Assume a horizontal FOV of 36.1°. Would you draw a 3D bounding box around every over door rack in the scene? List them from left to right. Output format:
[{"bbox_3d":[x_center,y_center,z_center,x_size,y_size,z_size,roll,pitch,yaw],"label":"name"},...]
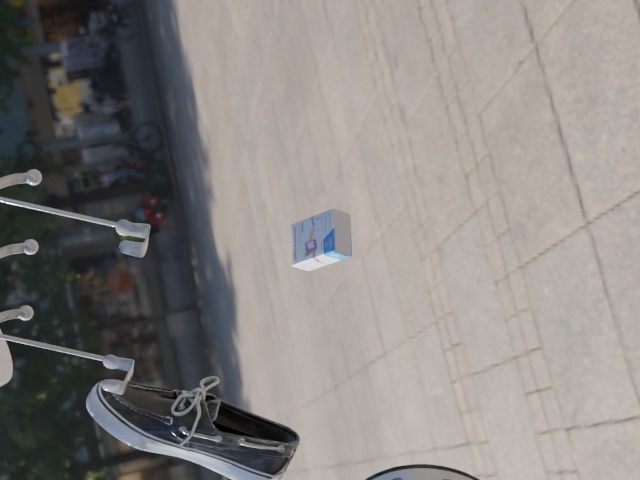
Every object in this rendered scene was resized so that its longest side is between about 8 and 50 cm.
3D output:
[{"bbox_3d":[-0.373,0.040,1.311,0.108,0.324,0.240,-53,-22,-59],"label":"over door rack"}]

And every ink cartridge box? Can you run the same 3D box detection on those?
[{"bbox_3d":[0.000,0.000,1.899,0.122,0.052,0.089,-21,63,44],"label":"ink cartridge box"}]

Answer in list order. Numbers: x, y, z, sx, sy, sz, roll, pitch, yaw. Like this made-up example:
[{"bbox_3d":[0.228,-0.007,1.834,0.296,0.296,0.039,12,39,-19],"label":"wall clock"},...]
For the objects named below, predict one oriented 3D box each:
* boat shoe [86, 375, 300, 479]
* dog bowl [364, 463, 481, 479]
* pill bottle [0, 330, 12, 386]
[{"bbox_3d":[-0.178,0.256,1.404,0.105,0.306,0.113,-61,5,25],"label":"boat shoe"},{"bbox_3d":[0.236,0.706,2.205,0.150,0.407,0.408,-73,-19,-59],"label":"dog bowl"},{"bbox_3d":[-0.724,0.250,1.592,0.229,0.407,0.229,61,-178,-4],"label":"pill bottle"}]
